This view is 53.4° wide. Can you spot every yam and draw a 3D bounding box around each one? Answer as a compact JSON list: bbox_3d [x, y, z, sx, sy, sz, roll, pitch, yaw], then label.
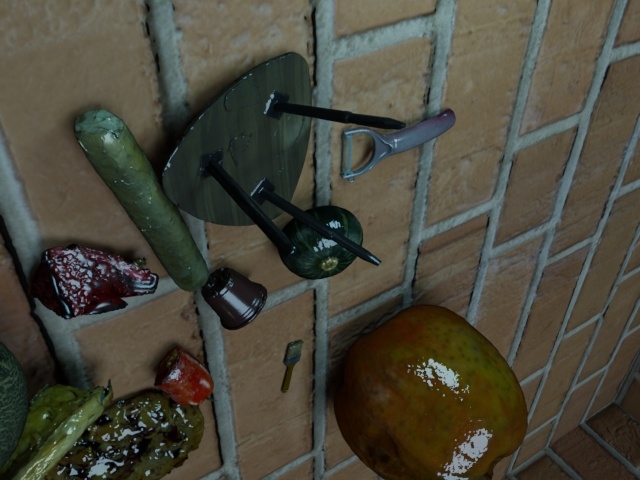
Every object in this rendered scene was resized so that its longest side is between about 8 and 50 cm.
[{"bbox_3d":[-0.266,-0.049,0.995,0.083,0.083,0.371,-34,142,-13],"label":"yam"}]

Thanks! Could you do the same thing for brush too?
[{"bbox_3d":[-0.072,0.304,1.513,0.043,0.014,0.169,-13,133,-34],"label":"brush"}]

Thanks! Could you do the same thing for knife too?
[{"bbox_3d":[0.166,-0.196,1.257,0.278,0.053,0.123,-22,141,-23],"label":"knife"}]

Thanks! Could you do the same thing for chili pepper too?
[{"bbox_3d":[-0.261,0.290,1.288,0.086,0.084,0.192,-29,136,7],"label":"chili pepper"}]

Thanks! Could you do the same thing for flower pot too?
[{"bbox_3d":[-0.171,0.101,1.199,0.111,0.111,0.089,-43,125,-2],"label":"flower pot"}]

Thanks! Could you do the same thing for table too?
[{"bbox_3d":[-0.043,-0.082,0.973,0.317,0.249,0.317,-34,142,-32],"label":"table"}]

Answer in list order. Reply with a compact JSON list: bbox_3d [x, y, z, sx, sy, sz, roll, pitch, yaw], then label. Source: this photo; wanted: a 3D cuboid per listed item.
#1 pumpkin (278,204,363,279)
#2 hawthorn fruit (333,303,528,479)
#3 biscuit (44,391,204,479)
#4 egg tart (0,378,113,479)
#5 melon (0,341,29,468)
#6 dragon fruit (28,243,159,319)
[{"bbox_3d":[0.001,0.003,1.228,0.167,0.125,0.167,-8,131,-10],"label":"pumpkin"},{"bbox_3d":[0.263,0.410,1.564,0.472,0.472,0.471,-23,135,-24],"label":"hawthorn fruit"},{"bbox_3d":[-0.389,0.440,1.313,0.334,0.081,0.289,-10,130,-36],"label":"biscuit"},{"bbox_3d":[-0.471,0.326,1.070,0.107,0.291,0.291,45,91,-7],"label":"egg tart"},{"bbox_3d":[-0.560,0.263,0.887,0.329,0.248,0.249,-44,141,12],"label":"melon"},{"bbox_3d":[-0.342,0.058,1.000,0.192,0.122,0.092,4,106,-39],"label":"dragon fruit"}]
